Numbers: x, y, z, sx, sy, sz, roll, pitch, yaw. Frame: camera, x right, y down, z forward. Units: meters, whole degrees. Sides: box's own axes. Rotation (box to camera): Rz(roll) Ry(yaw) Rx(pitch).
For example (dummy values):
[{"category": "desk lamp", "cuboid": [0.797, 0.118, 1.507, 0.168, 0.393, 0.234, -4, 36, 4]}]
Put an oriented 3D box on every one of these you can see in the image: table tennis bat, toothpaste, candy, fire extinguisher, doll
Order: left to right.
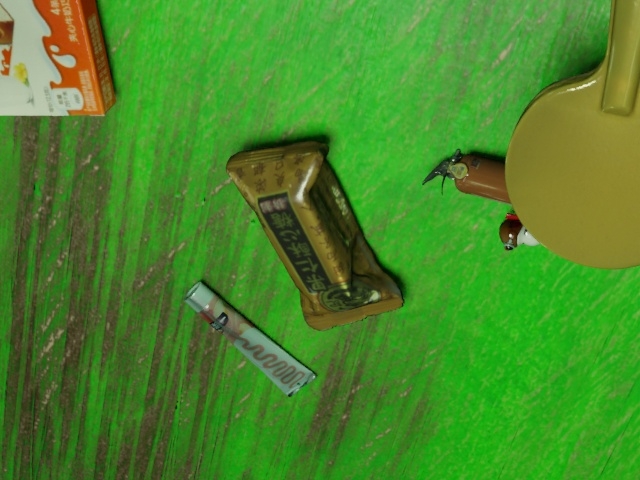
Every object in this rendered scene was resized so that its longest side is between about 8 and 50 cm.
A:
[{"category": "toothpaste", "cuboid": [-0.096, 0.133, 1.484, 0.205, 0.036, 0.056, 42, 119, -16]}, {"category": "candy", "cuboid": [0.000, 0.000, 1.343, 0.143, 0.101, 0.271, -9, 123, 26]}, {"category": "fire extinguisher", "cuboid": [0.205, -0.063, 1.256, 0.177, 0.062, 0.050, 16, 161, 24]}, {"category": "doll", "cuboid": [0.237, -0.026, 1.298, 0.058, 0.040, 0.085, -6, 123, 3]}, {"category": "table tennis bat", "cuboid": [0.282, -0.112, 1.065, 0.198, 0.050, 0.321, 16, 123, 20]}]

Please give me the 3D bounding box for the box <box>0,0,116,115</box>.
[{"category": "box", "cuboid": [-0.390, -0.275, 1.288, 0.264, 0.048, 0.274, 0, 121, 15]}]
